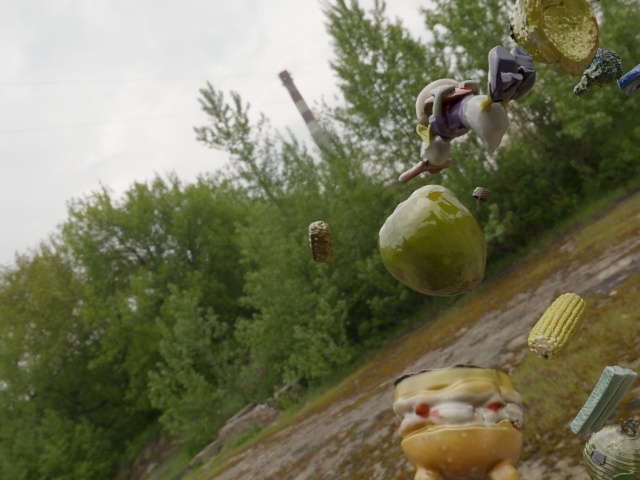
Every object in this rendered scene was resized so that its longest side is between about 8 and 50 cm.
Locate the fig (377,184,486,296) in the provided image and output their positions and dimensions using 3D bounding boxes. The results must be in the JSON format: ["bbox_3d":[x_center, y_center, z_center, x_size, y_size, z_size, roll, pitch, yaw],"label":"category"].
[{"bbox_3d":[0.356,0.014,1.670,0.343,0.343,0.343,-30,-6,-3],"label":"fig"}]

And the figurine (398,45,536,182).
[{"bbox_3d":[0.339,-0.276,1.282,0.154,0.193,0.421,-17,-7,-32],"label":"figurine"}]

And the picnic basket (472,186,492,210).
[{"bbox_3d":[0.587,-0.150,1.994,0.072,0.072,0.083,23,-89,-83],"label":"picnic basket"}]

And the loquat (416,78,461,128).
[{"bbox_3d":[0.382,-0.398,1.638,0.179,0.179,0.227,-34,-1,34],"label":"loquat"}]

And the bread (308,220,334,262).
[{"bbox_3d":[0.000,0.000,1.411,0.060,0.110,0.066,-22,33,-20],"label":"bread"}]

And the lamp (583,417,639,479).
[{"bbox_3d":[1.019,0.722,1.812,0.250,0.284,0.250,-2,18,1],"label":"lamp"}]

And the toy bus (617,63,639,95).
[{"bbox_3d":[0.990,-0.512,1.650,0.061,0.051,0.153,14,-36,-28],"label":"toy bus"}]

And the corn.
[{"bbox_3d":[0.540,0.193,1.226,0.248,0.081,0.081,-26,-7,-47],"label":"corn"}]

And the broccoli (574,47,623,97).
[{"bbox_3d":[0.849,-0.518,1.677,0.155,0.167,0.160,8,-50,-38],"label":"broccoli"}]

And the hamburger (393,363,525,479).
[{"bbox_3d":[0.292,0.398,1.120,0.276,0.236,0.276,-2,-32,-1],"label":"hamburger"}]

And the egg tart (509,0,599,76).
[{"bbox_3d":[0.613,-0.575,1.448,0.315,0.315,0.120,-27,3,-31],"label":"egg tart"}]

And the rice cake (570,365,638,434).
[{"bbox_3d":[0.690,0.392,1.317,0.080,0.042,0.221,3,-58,-14],"label":"rice cake"}]
